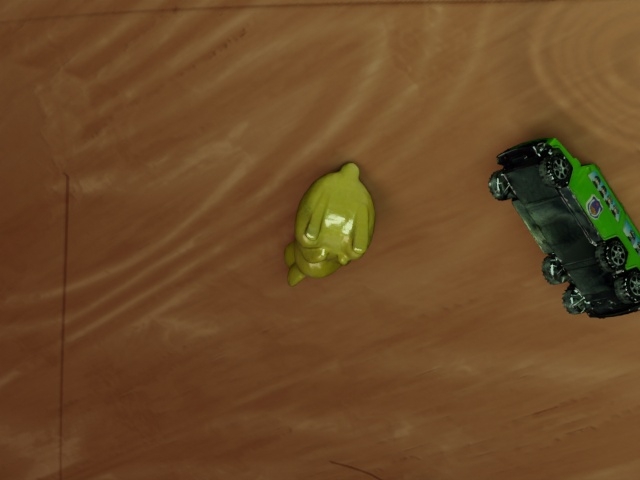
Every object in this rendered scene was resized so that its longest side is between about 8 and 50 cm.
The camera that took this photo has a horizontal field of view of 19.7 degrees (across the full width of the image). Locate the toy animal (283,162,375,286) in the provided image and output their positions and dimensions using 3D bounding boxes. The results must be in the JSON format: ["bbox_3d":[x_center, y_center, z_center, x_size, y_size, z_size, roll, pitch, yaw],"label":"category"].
[{"bbox_3d":[0.002,-0.002,1.658,0.070,0.083,0.159,15,154,-7],"label":"toy animal"}]

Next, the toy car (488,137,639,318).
[{"bbox_3d":[0.203,-0.014,1.456,0.071,0.062,0.165,-16,115,48],"label":"toy car"}]
